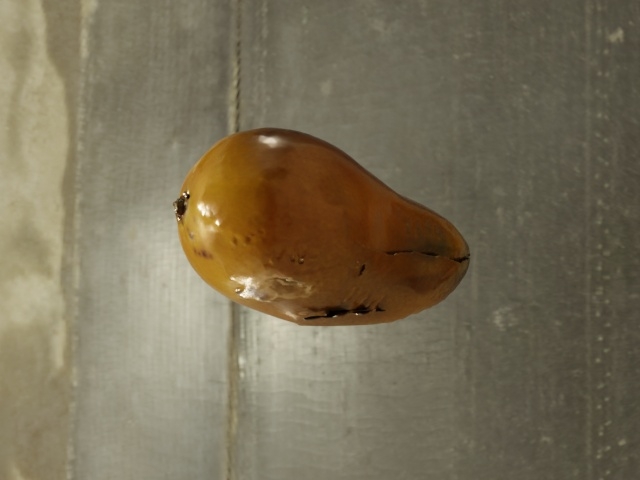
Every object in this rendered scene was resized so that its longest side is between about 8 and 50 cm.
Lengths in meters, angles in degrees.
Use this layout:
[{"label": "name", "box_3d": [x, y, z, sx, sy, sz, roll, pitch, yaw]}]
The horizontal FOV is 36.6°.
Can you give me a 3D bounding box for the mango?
[{"label": "mango", "box_3d": [-0.002, 0.003, 0.482, 0.105, 0.159, 0.084, 2, 69, 51]}]
